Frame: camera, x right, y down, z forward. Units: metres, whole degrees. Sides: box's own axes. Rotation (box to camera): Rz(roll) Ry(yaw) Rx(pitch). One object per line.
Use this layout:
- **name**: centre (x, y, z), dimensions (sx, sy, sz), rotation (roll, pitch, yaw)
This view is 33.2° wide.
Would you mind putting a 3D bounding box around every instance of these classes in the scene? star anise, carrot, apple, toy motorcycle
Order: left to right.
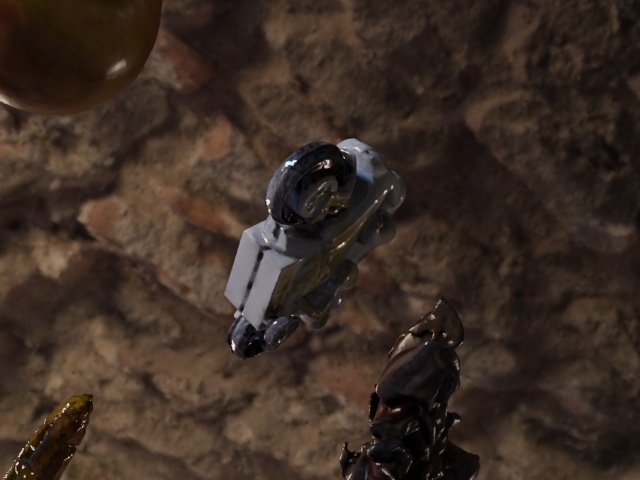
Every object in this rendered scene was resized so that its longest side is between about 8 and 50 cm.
- **carrot**: centre (-0.323, 0.288, 1.110), dimensions (0.066, 0.314, 0.066), rotation (34, 1, -1)
- **apple**: centre (-0.249, -0.225, 0.940), dimensions (0.210, 0.234, 0.173), rotation (7, -14, -42)
- **toy motorcycle**: centre (0.000, 0.000, 0.777), dimensions (0.074, 0.151, 0.228), rotation (43, -37, 23)
- **star anise**: centre (0.079, 0.190, 0.985), dimensions (0.129, 0.282, 0.212), rotation (14, -9, 14)
